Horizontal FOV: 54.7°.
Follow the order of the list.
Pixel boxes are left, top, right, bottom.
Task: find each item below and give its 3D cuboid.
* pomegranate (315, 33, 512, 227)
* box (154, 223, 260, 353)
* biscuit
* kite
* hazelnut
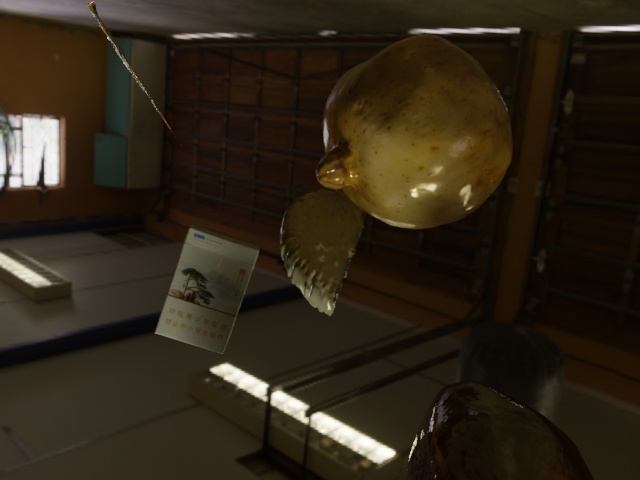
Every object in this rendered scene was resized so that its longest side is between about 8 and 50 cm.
[{"bbox_3d":[0.163,-0.192,1.205,0.411,0.409,0.410,5,-168,-1],"label":"pomegranate"},{"bbox_3d":[-0.230,0.097,1.264,0.150,0.233,0.067,19,-173,-10],"label":"box"},{"bbox_3d":[0.000,0.000,1.253,0.179,0.281,0.084,28,141,-18],"label":"biscuit"},{"bbox_3d":[-0.367,-0.324,1.237,0.013,0.327,0.377,-33,-157,-8],"label":"kite"},{"bbox_3d":[0.291,0.423,1.029,0.366,0.365,0.366,5,-168,-1],"label":"hazelnut"}]
